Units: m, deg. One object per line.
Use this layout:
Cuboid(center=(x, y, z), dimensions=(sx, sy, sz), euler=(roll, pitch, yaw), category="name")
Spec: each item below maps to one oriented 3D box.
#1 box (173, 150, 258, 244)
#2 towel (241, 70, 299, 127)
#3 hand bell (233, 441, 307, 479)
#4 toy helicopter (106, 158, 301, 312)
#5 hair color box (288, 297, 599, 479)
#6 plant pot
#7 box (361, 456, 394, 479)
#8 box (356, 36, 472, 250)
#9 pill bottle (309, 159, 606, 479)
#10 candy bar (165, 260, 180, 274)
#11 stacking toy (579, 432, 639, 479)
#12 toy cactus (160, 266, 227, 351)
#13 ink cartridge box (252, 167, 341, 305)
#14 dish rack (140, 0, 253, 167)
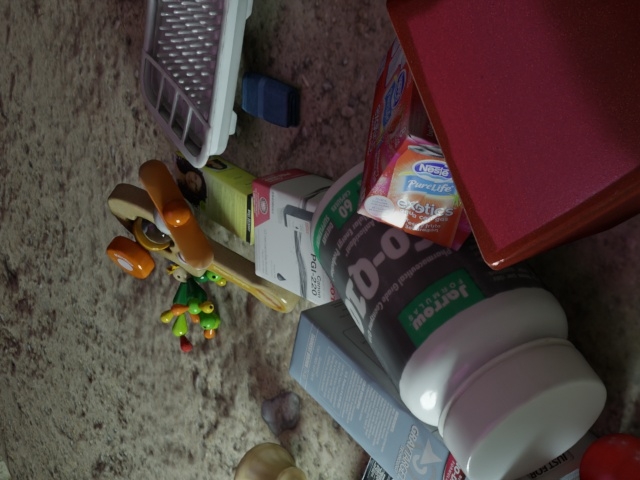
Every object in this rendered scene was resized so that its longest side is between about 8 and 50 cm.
Cuboid(center=(-0.159, -0.078, 1.649), dimensions=(0.232, 0.058, 0.087), euler=(29, 126, 43), category="box")
Cuboid(center=(-0.076, -0.213, 1.511), dimensions=(0.119, 0.029, 0.067), euler=(29, 125, 45), category="towel")
Cuboid(center=(-0.021, 0.400, 1.597), dimensions=(0.242, 0.126, 0.126), euler=(-3, 101, 53), category="hand bell")
Cuboid(center=(-0.187, 0.006, 1.599), dimensions=(0.355, 0.140, 0.235), euler=(28, 156, 13), category="toy helicopter")
Cuboid(center=(0.148, 0.209, 1.248), dimensions=(0.374, 0.185, 0.114), euler=(40, 131, 37), category="hair color box")
Cuboid(center=(0.264, -0.155, 0.915), dimensions=(0.235, 0.267, 0.267), euler=(-26, 83, 40), category="plant pot")
Cuboid(center=(0.123, 0.429, 1.481), dimensions=(0.175, 0.051, 0.220), euler=(44, 135, 34), category="box")
Cuboid(center=(0.129, -0.134, 1.084), dimensions=(0.128, 0.122, 0.257), euler=(121, 165, -45), category="box")
Cuboid(center=(0.148, 0.078, 1.134), dimensions=(0.361, 0.204, 0.204), euler=(57, 142, 38), category="pill bottle")
Cuboid(center=(-0.249, -0.016, 1.772), dimensions=(0.040, 0.018, 0.162), euler=(-28, 49, 51), category="candy bar")
Cuboid(center=(0.245, 0.342, 1.059), dimensions=(0.141, 0.330, 0.141), euler=(38, 165, 12), category="stacking toy")
Cuboid(center=(-0.240, 0.087, 1.799), dimensions=(0.181, 0.112, 0.219), euler=(65, 153, 27), category="toy cactus")
Cuboid(center=(0.000, 0.000, 1.443), dimensions=(0.218, 0.092, 0.159), euler=(21, 120, 45), category="ink cartridge box")
Cuboid(center=(-0.191, -0.312, 1.566), dimensions=(0.285, 0.072, 0.333), euler=(50, 139, 43), category="dish rack")
